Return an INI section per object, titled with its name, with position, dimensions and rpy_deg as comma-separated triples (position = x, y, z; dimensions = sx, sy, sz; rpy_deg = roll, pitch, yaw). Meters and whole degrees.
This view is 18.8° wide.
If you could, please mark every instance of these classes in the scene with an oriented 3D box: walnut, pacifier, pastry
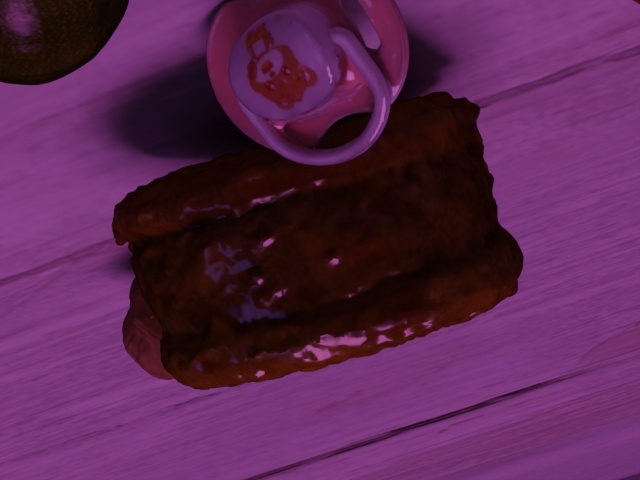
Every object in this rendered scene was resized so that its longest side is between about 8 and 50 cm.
[walnut]
position = -0.070, 0.042, 1.098
dimensions = 0.096, 0.082, 0.079
rpy_deg = -4, 130, -46
[pacifier]
position = 0.003, -0.077, 0.797
dimensions = 0.099, 0.081, 0.078
rpy_deg = -26, -172, 36
[pastry]
position = 0.000, 0.000, 0.894
dimensions = 0.188, 0.103, 0.189
rpy_deg = -16, -177, 1

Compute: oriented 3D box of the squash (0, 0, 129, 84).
[squash]
position = -0.086, -0.092, 0.550
dimensions = 0.071, 0.080, 0.318
rpy_deg = 18, 171, 0

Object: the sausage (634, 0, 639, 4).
[sausage]
position = 0.203, -0.118, 0.810
dimensions = 0.274, 0.074, 0.074
rpy_deg = 0, 158, -42
